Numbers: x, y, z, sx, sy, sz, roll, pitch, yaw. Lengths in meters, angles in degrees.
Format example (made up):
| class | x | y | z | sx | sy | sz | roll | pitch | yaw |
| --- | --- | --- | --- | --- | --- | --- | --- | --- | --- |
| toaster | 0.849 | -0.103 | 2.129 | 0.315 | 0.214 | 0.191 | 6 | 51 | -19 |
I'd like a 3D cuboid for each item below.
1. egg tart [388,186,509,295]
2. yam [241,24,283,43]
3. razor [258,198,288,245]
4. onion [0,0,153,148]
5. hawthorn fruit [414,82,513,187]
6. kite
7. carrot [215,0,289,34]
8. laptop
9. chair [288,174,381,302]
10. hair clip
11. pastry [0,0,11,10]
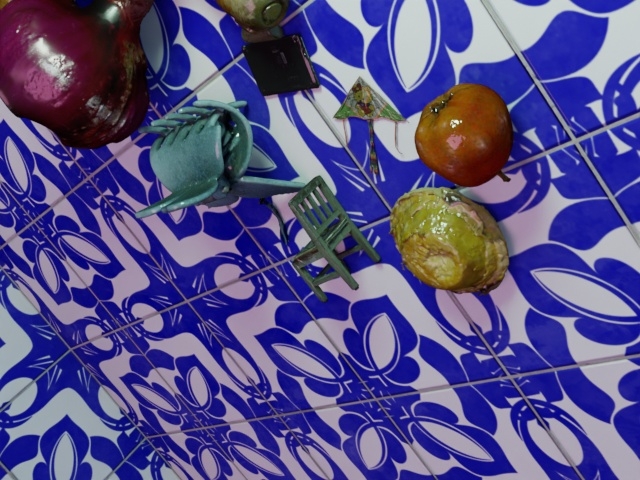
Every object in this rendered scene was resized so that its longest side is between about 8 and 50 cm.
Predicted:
| class | x | y | z | sx | sy | sz | roll | pitch | yaw |
| --- | --- | --- | --- | --- | --- | --- | --- | --- | --- |
| egg tart | 0.269 | 0.018 | 1.803 | 0.295 | 0.116 | 0.294 | 22 | 134 | 24 |
| yam | -0.128 | -0.452 | 1.780 | 0.094 | 0.043 | 0.043 | 2 | 125 | 39 |
| razor | -0.115 | -0.051 | 2.140 | 0.028 | 0.044 | 0.154 | -18 | 116 | 19 |
| onion | -0.530 | -0.438 | 1.898 | 0.420 | 0.398 | 0.398 | -37 | 99 | 17 |
| hawthorn fruit | 0.292 | -0.186 | 1.557 | 0.197 | 0.196 | 0.225 | -15 | 129 | 47 |
| kite | 0.111 | -0.247 | 1.787 | 0.198 | 0.006 | 0.244 | 12 | 131 | 33 |
| carrot | -0.188 | -0.550 | 1.679 | 0.302 | 0.139 | 0.138 | 46 | 142 | 13 |
| laptop | -0.091 | -0.388 | 1.828 | 0.180 | 0.016 | 0.129 | 0 | 124 | 42 |
| chair | 0.000 | 0.000 | 2.000 | 0.270 | 0.136 | 0.147 | 51 | 139 | -12 |
| hair clip | -0.284 | -0.192 | 1.977 | 0.318 | 0.392 | 0.238 | -11 | 92 | 48 |
| pastry | -0.771 | -0.653 | 2.062 | 0.255 | 0.162 | 0.310 | -12 | 105 | 60 |
